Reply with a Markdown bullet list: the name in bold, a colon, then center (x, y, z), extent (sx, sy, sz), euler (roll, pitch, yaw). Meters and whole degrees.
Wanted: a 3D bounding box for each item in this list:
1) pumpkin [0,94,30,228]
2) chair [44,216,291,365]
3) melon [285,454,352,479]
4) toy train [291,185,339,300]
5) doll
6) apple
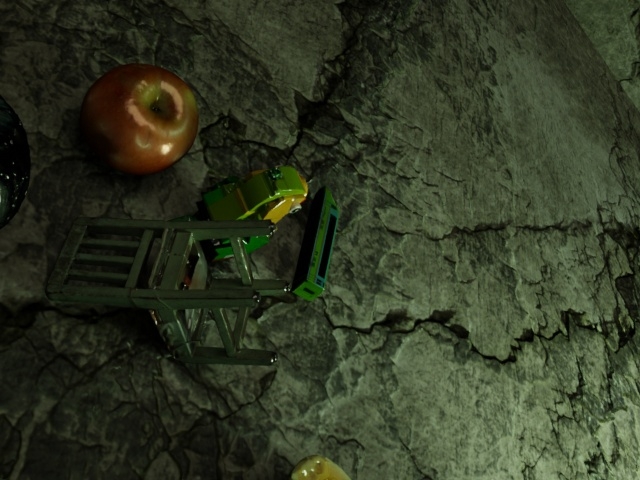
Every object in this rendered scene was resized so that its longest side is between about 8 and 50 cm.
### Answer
- **pumpkin**: center (-0.437, -0.094, 0.925), extent (0.233, 0.163, 0.233), euler (30, 35, -24)
- **chair**: center (-0.186, 0.066, 1.079), extent (0.270, 0.147, 0.136), euler (-1, 48, 9)
- **melon**: center (0.003, 0.350, 1.077), extent (0.160, 0.079, 0.128), euler (43, 24, -8)
- **toy train**: center (0.000, 0.000, 1.331), extent (0.042, 0.044, 0.209), euler (31, 46, -20)
- **doll**: center (-0.107, -0.043, 1.178), extent (0.106, 0.186, 0.134), euler (66, 15, 17)
- **apple**: center (-0.252, -0.166, 1.164), extent (0.163, 0.139, 0.164), euler (14, 67, -36)
